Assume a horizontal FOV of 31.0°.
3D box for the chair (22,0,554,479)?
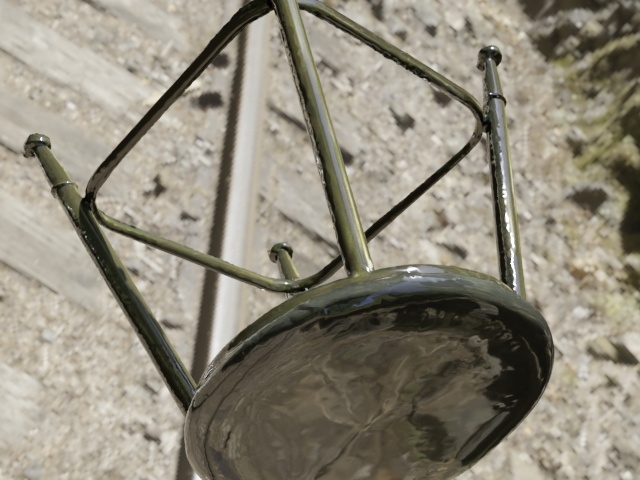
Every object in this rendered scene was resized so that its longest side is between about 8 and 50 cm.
[{"bbox_3d":[0.000,0.000,1.046,0.362,0.365,0.410,25,33,-40],"label":"chair"}]
